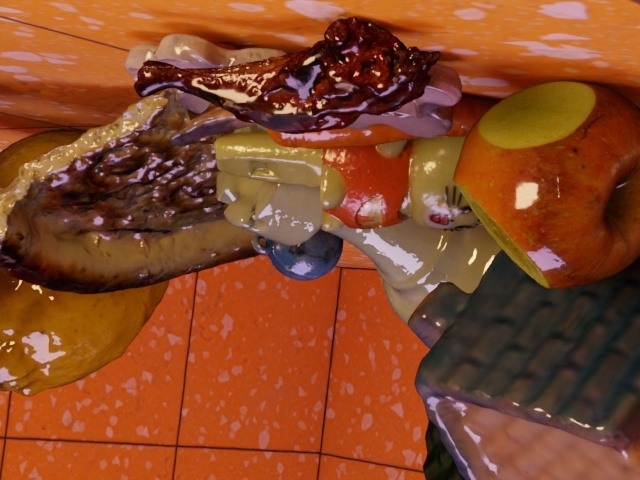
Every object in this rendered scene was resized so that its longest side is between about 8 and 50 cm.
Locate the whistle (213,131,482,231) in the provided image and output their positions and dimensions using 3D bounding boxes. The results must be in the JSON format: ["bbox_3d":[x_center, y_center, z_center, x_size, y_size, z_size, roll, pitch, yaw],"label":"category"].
[{"bbox_3d":[0.050,-0.064,1.421,0.289,0.106,0.131,3,155,4],"label":"whistle"}]

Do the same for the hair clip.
[{"bbox_3d":[-0.022,-0.112,1.217,0.257,0.075,0.146,-1,160,7],"label":"hair clip"}]

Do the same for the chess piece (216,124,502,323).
[{"bbox_3d":[0.050,-0.029,1.599,0.299,0.194,0.195,19,170,-34],"label":"chess piece"}]

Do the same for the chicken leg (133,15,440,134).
[{"bbox_3d":[-0.020,-0.111,1.119,0.219,0.048,0.089,-5,140,27],"label":"chicken leg"}]

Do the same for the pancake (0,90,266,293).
[{"bbox_3d":[-0.154,-0.030,1.664,0.305,0.067,0.427,-35,152,29],"label":"pancake"}]

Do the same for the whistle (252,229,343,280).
[{"bbox_3d":[0.000,0.000,1.713,0.158,0.090,0.090,-2,180,-27],"label":"whistle"}]

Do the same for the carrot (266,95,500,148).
[{"bbox_3d":[0.067,-0.100,1.327,0.257,0.061,0.061,4,177,-5],"label":"carrot"}]

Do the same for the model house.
[{"bbox_3d":[0.282,0.128,1.456,0.400,0.395,0.445,35,152,4],"label":"model house"}]

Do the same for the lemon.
[{"bbox_3d":[-0.309,0.019,1.880,0.285,0.285,0.316,4,-162,38],"label":"lemon"}]

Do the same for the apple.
[{"bbox_3d":[0.177,-0.040,1.220,0.147,0.163,0.146,18,143,44],"label":"apple"}]
